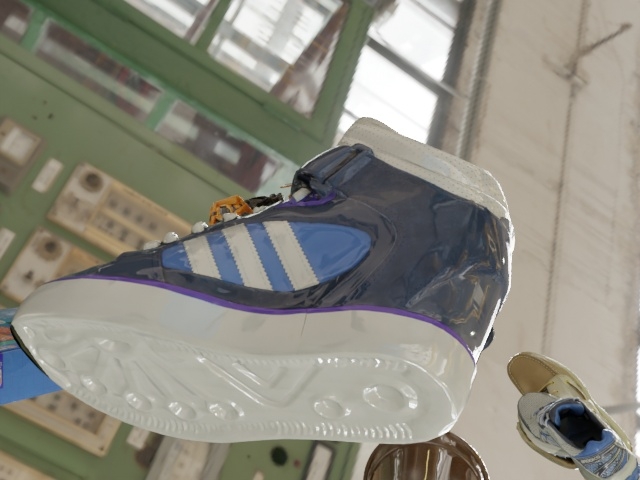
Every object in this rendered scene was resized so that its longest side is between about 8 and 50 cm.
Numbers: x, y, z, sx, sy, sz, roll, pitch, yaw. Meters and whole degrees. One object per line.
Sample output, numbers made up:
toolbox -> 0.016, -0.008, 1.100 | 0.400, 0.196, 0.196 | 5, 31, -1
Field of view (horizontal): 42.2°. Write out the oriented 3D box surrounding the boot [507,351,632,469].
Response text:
boot -> 0.306, 0.224, 1.121 | 0.077, 0.165, 0.213 | -56, -129, 17

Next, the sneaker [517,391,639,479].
sneaker -> 0.202, 0.148, 0.675 | 0.052, 0.058, 0.135 | -38, -157, -10

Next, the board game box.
board game box -> -0.270, 0.098, 0.768 | 0.160, 0.210, 0.047 | 6, -84, 33

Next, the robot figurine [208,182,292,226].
robot figurine -> -0.056, -0.021, 1.304 | 0.291, 0.085, 0.211 | -9, -139, 7

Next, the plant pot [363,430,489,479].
plant pot -> 0.125, 0.330, 1.006 | 0.167, 0.167, 0.165 | -56, 175, 9

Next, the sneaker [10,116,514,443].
sneaker -> -0.027, 0.012, 0.588 | 0.323, 0.130, 0.236 | 1, -137, 22
